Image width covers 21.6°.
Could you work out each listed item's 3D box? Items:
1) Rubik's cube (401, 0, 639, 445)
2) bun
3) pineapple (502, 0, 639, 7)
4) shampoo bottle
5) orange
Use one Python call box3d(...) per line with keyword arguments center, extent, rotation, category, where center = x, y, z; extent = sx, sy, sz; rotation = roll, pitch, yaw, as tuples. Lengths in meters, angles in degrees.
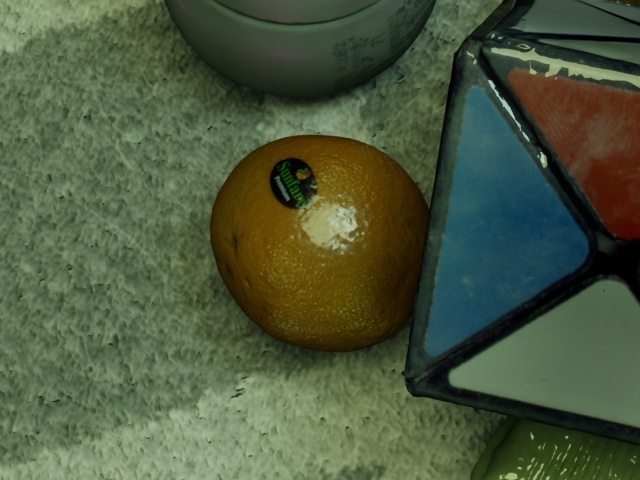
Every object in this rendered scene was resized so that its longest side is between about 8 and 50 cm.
box3d(center=(0.256, -0.026, 1.367), extent=(0.307, 0.310, 0.305), rotation=(11, 106, 9), category="Rubik's cube")
box3d(center=(0.224, 0.235, 1.436), extent=(0.221, 0.108, 0.221), rotation=(-1, 73, 4), category="bun")
box3d(center=(0.305, -0.265, 1.586), extent=(0.310, 0.141, 0.170), rotation=(-40, 57, -15), category="pineapple")
box3d(center=(-0.020, -0.281, 1.535), extent=(0.273, 0.266, 0.273), rotation=(-1, 71, 2), category="shampoo bottle")
box3d(center=(0.000, 0.000, 1.483), extent=(0.206, 0.206, 0.206), rotation=(-1, 72, 3), category="orange")
